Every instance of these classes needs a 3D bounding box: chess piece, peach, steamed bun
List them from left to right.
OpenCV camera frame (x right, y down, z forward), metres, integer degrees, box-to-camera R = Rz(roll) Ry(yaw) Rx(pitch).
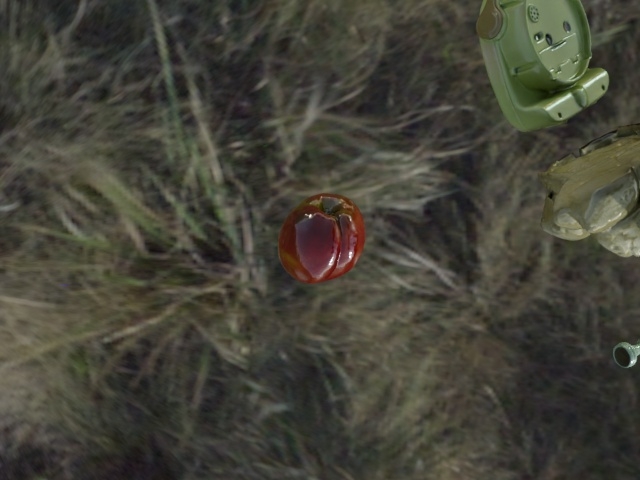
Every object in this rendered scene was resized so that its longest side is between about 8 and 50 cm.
[{"bbox_3d":[0.001,0.001,1.323,0.101,0.101,0.100,0,89,-20],"label":"peach"},{"bbox_3d":[0.338,-0.049,1.361,0.192,0.177,0.106,-32,105,-21],"label":"steamed bun"},{"bbox_3d":[0.529,0.177,1.979,0.093,0.042,0.042,-19,95,-32],"label":"chess piece"}]

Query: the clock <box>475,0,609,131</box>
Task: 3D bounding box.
[{"bbox_3d":[0.259,-0.257,1.447,0.170,0.069,0.231,-32,105,-43],"label":"clock"}]
